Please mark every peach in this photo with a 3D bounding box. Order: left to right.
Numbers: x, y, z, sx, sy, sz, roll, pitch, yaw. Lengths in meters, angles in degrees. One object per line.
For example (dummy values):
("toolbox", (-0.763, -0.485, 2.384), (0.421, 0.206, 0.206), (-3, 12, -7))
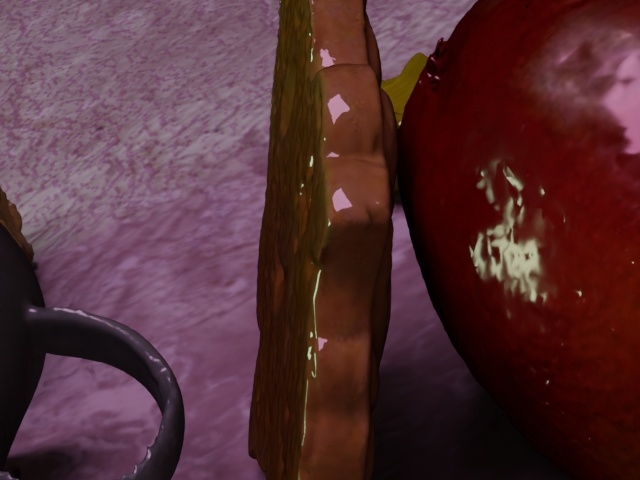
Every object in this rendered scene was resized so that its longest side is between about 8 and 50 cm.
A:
("peach", (0.104, -0.005, 0.549), (0.154, 0.159, 0.267), (-24, 28, 9))

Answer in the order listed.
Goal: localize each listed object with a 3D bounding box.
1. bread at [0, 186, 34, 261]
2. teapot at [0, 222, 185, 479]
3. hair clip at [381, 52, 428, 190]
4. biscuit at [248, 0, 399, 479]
("bread", (-0.268, 0.013, 0.768), (0.275, 0.114, 0.185), (-25, -2, -4))
("teapot", (-0.164, 0.072, 0.614), (0.239, 0.162, 0.149), (-6, 36, -2))
("hair clip", (0.061, -0.044, 0.760), (0.072, 0.046, 0.173), (-30, 21, -18))
("biscuit", (0.000, 0.000, 0.586), (0.035, 0.250, 0.162), (4, -21, -13))
